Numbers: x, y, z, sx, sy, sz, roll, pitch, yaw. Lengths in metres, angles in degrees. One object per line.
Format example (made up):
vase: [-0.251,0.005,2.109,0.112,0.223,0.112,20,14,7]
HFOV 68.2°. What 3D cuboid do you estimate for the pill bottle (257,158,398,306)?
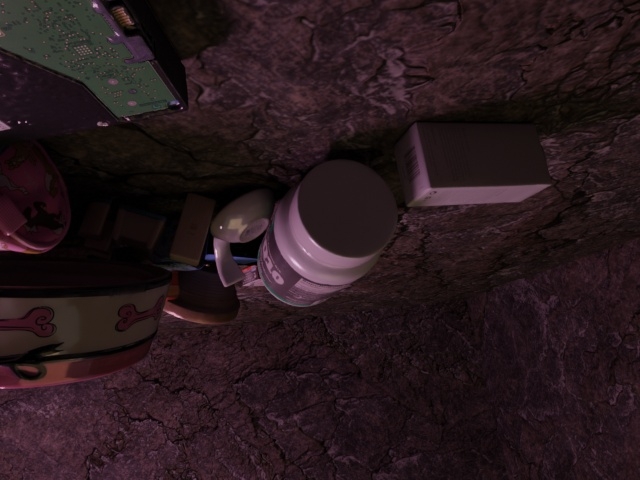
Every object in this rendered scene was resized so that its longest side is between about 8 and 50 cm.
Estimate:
pill bottle: [0.000,0.000,0.908,0.204,0.205,0.361,-4,163,-17]

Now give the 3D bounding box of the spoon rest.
spoon rest: [-0.169,-0.012,0.950,0.137,0.084,0.276,-26,158,-36]

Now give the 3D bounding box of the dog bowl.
dog bowl: [-0.464,0.120,0.796,0.407,0.151,0.408,4,-178,0]

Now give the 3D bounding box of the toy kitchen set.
toy kitchen set: [-0.319,-0.022,0.885,0.206,0.122,0.166,17,158,-13]

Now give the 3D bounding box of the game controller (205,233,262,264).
game controller: [-0.228,0.033,1.152,0.166,0.067,0.319,-22,159,39]

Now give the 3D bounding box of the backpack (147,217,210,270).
backpack: [-0.294,0.005,0.953,0.114,0.105,0.084,-6,158,16]

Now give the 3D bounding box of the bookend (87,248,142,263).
bookend: [-0.532,0.084,1.150,0.156,0.073,0.157,-9,164,1]

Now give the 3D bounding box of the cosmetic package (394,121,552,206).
cosmetic package: [0.249,-0.124,0.776,0.230,0.118,0.085,-2,164,-18]

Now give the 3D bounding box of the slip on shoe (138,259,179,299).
slip on shoe: [-0.435,0.139,1.083,0.331,0.102,0.123,-27,164,33]

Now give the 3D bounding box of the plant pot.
plant pot: [-0.310,0.109,1.206,0.237,0.110,0.237,19,-169,-4]

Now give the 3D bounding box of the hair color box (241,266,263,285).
hair color box: [-0.153,0.109,1.485,0.167,0.054,0.093,3,161,-41]

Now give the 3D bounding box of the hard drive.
hard drive: [-0.317,-0.166,0.407,0.338,0.064,0.237,-9,164,4]

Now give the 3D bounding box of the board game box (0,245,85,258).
board game box: [-0.677,0.119,1.061,0.231,0.141,0.291,2,161,-35]

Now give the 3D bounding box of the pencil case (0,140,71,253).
pencil case: [-0.531,-0.031,0.591,0.385,0.160,0.167,-9,159,3]
